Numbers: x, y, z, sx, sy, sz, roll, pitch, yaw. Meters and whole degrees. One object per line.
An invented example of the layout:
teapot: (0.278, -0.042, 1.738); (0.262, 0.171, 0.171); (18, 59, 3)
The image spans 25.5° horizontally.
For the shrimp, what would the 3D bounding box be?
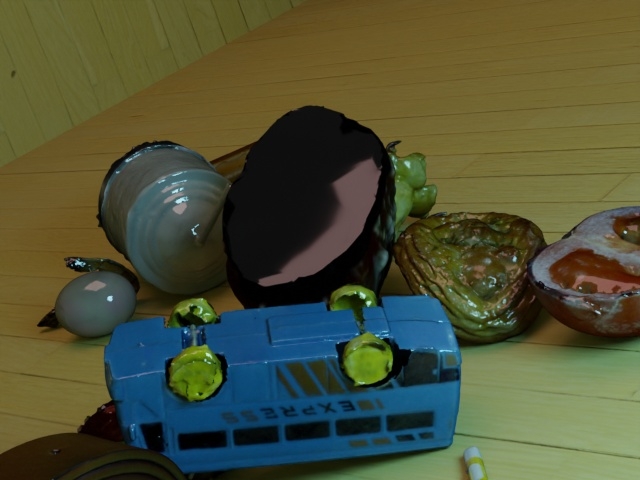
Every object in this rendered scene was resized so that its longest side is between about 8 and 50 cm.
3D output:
shrimp: (-0.398, 0.079, 2.298); (0.195, 0.148, 0.035); (-21, 55, 9)

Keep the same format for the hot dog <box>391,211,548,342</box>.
hot dog: (0.197, 0.037, 1.847); (0.196, 0.122, 0.272); (-7, 17, -2)

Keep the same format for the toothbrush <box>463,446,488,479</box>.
toothbrush: (0.164, 0.271, 1.387); (0.021, 0.024, 0.288); (-20, 19, 5)

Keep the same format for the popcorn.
popcorn: (0.078, -0.055, 2.197); (0.195, 0.173, 0.168); (-39, 3, -24)

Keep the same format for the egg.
egg: (-0.355, 0.101, 2.229); (0.135, 0.103, 0.103); (-16, 19, 15)

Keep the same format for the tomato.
tomato: (0.362, 0.054, 1.658); (0.228, 0.112, 0.199); (-29, 29, -28)

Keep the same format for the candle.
candle: (-0.238, -0.033, 2.314); (0.221, 0.221, 0.342); (-23, 21, -11)

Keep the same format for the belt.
belt: (-0.279, 0.323, 1.391); (0.122, 0.217, 0.339); (5, 27, 39)

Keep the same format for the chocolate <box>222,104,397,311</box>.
chocolate: (0.000, 0.000, 1.958); (0.225, 0.210, 0.340); (-2, 48, 16)

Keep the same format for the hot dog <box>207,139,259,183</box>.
hot dog: (-0.121, -0.118, 2.583); (0.337, 0.100, 0.135); (-21, -12, 18)

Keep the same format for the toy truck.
toy truck: (-0.041, 0.155, 1.561); (0.385, 0.162, 0.161); (-5, 25, -6)

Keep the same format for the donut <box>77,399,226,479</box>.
donut: (-0.184, 0.235, 1.724); (0.235, 0.089, 0.235); (-17, 20, 7)
